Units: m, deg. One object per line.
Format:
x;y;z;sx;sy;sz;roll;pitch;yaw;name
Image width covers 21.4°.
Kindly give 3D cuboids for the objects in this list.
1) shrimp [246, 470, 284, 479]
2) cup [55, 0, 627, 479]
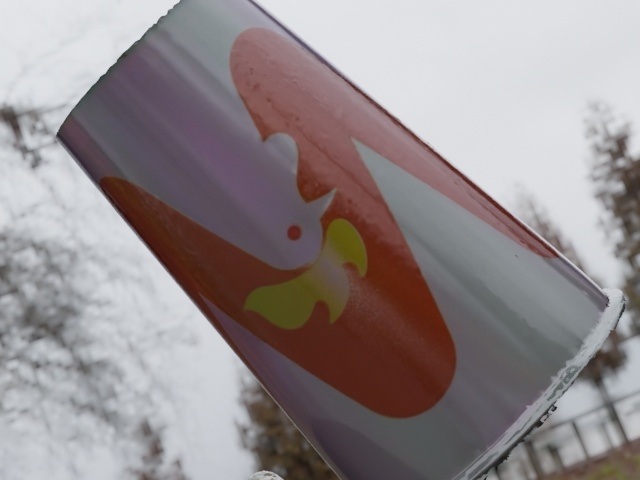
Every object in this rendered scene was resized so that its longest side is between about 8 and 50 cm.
0.008;0.203;0.910;0.051;0.187;0.132;-29;-48;2;shrimp
0.000;0.000;0.945;0.203;0.288;0.203;-45;2;2;cup
